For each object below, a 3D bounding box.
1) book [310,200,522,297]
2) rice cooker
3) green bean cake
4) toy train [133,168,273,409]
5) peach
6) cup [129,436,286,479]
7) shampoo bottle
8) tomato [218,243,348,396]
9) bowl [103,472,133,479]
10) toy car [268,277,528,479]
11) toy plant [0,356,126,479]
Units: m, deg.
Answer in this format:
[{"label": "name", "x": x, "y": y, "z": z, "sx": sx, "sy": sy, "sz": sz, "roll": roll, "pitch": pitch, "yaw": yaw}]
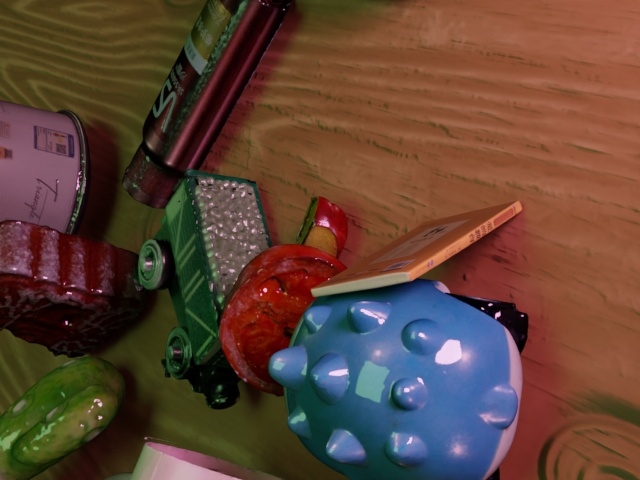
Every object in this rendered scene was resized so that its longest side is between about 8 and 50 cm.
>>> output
[{"label": "book", "x": 0.086, "y": 0.008, "z": 1.098, "sx": 0.118, "sy": 0.172, "sz": 0.012, "roll": -12, "pitch": 102, "yaw": 46}, {"label": "rice cooker", "x": -0.444, "y": -0.083, "z": 1.788, "sx": 0.241, "sy": 0.227, "sz": 0.280, "roll": -54, "pitch": 42, "yaw": 33}, {"label": "green bean cake", "x": -0.356, "y": 0.068, "z": 1.622, "sx": 0.199, "sy": 0.233, "sz": 0.097, "roll": -30, "pitch": 53, "yaw": 41}, {"label": "toy train", "x": -0.127, "y": 0.055, "z": 1.414, "sx": 0.154, "sy": 0.115, "sz": 0.269, "roll": -51, "pitch": 42, "yaw": 40}, {"label": "peach", "x": 0.000, "y": 0.000, "z": 1.310, "sx": 0.077, "sy": 0.050, "sz": 0.083, "roll": -178, "pitch": 109, "yaw": -77}, {"label": "cup", "x": -0.125, "y": 0.352, "z": 1.226, "sx": 0.253, "sy": 0.253, "sz": 0.273, "roll": 9, "pitch": 81, "yaw": 54}, {"label": "shampoo bottle", "x": -0.149, "y": -0.186, "z": 1.543, "sx": 0.323, "sy": 0.084, "sz": 0.129, "roll": -57, "pitch": 38, "yaw": 27}, {"label": "tomato", "x": -0.030, "y": 0.070, "z": 1.274, "sx": 0.159, "sy": 0.139, "sz": 0.091, "roll": -58, "pitch": 17, "yaw": 19}, {"label": "bowl", "x": -0.330, "y": 0.488, "z": 1.489, "sx": 0.435, "sy": 0.196, "sz": 0.434, "roll": -22, "pitch": 62, "yaw": 49}, {"label": "toy car", "x": 0.053, "y": 0.122, "z": 1.087, "sx": 0.255, "sy": 0.190, "sz": 0.188, "roll": 10, "pitch": 89, "yaw": 56}, {"label": "toy plant", "x": -0.386, "y": 0.266, "z": 1.611, "sx": 0.316, "sy": 0.184, "sz": 0.224, "roll": -32, "pitch": 7, "yaw": -2}]
